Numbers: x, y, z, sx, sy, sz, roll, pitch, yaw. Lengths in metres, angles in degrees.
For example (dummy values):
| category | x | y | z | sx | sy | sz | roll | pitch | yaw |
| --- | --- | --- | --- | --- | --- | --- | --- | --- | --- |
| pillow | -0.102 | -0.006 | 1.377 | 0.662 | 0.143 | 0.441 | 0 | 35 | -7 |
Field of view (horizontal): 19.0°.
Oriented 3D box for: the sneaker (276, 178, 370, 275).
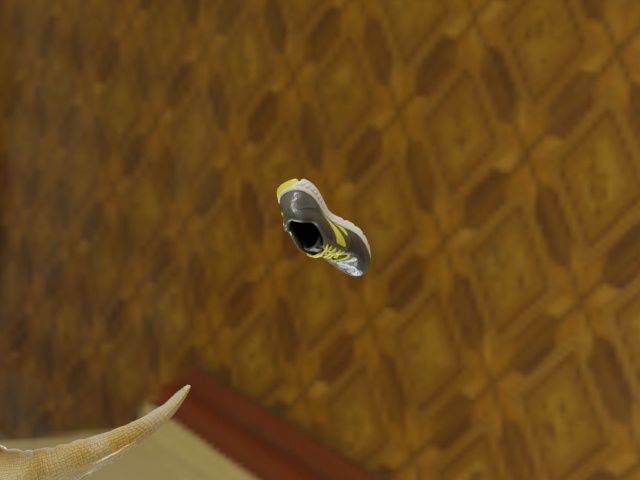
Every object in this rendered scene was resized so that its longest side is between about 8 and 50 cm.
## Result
| category | x | y | z | sx | sy | sz | roll | pitch | yaw |
| --- | --- | --- | --- | --- | --- | --- | --- | --- | --- |
| sneaker | 0.000 | 0.000 | 1.154 | 0.031 | 0.083 | 0.035 | -27 | 37 | 28 |

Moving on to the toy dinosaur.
| category | x | y | z | sx | sy | sz | roll | pitch | yaw |
| --- | --- | --- | --- | --- | --- | --- | --- | --- | --- |
| toy dinosaur | -0.135 | 0.108 | 0.755 | 0.183 | 0.053 | 0.092 | -12 | 84 | 28 |
